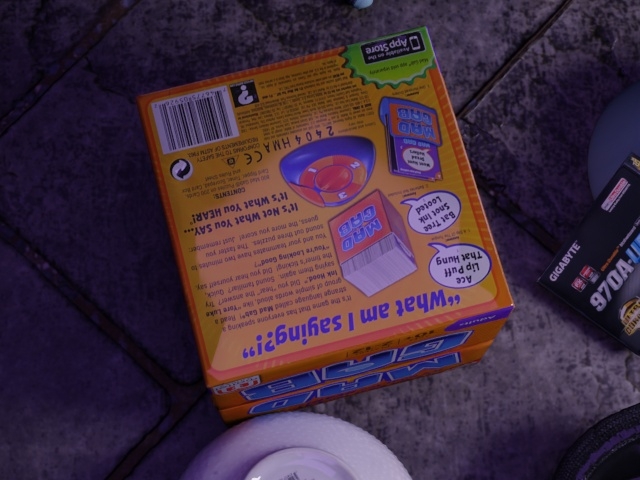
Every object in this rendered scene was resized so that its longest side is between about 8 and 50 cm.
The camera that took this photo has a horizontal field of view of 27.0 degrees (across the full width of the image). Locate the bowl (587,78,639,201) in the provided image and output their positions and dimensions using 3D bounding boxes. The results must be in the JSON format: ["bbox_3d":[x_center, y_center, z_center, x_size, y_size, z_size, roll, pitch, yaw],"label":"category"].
[{"bbox_3d":[0.530,-0.119,1.802,0.311,0.163,0.311,0,75,1],"label":"bowl"}]

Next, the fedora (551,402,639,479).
[{"bbox_3d":[0.448,0.355,1.671,0.334,0.152,0.334,-2,74,7],"label":"fedora"}]

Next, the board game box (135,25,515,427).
[{"bbox_3d":[0.000,0.000,1.666,0.356,0.356,0.356,-14,75,-4],"label":"board game box"}]

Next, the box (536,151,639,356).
[{"bbox_3d":[0.416,0.020,1.749,0.175,0.220,0.051,37,34,9],"label":"box"}]

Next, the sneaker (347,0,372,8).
[{"bbox_3d":[0.139,-0.429,1.933,0.283,0.110,0.122,-28,94,-5],"label":"sneaker"}]

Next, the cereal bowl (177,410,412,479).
[{"bbox_3d":[-0.028,0.356,1.635,0.339,0.141,0.339,2,59,-4],"label":"cereal bowl"}]
